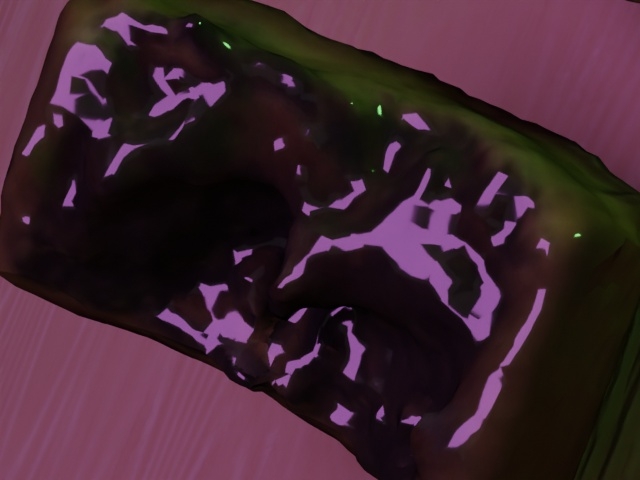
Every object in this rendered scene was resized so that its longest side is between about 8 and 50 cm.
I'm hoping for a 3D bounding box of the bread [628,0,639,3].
[{"bbox_3d":[0.229,-0.300,1.115,0.320,0.237,0.320,-33,49,49],"label":"bread"}]

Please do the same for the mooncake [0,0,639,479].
[{"bbox_3d":[0.000,0.000,1.159,0.246,0.394,0.393,-66,19,6],"label":"mooncake"}]
